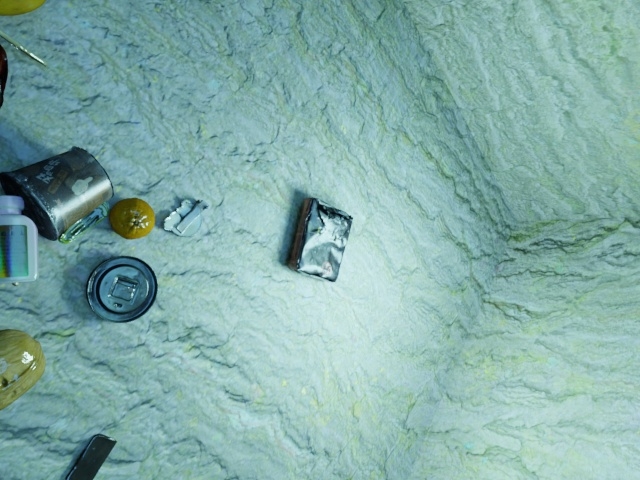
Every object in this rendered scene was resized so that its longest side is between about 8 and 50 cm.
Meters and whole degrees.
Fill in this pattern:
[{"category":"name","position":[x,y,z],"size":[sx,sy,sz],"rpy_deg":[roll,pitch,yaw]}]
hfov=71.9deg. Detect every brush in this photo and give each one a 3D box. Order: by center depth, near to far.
[{"category":"brush","position":[-0.844,-0.550,1.124],"size":[0.020,0.086,0.336],"rpy_deg":[-60,160,-4]}]

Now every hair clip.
[{"category":"hair clip","position":[-0.716,-0.056,1.345],"size":[0.188,0.033,0.060],"rpy_deg":[-52,123,-31]},{"category":"hair clip","position":[-0.466,-0.076,1.551],"size":[0.116,0.049,0.172],"rpy_deg":[48,64,-25]}]

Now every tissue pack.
[{"category":"tissue pack","position":[0.000,0.000,1.899],"size":[0.245,0.123,0.332],"rpy_deg":[24,75,-41]}]

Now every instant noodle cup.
[{"category":"instant noodle cup","position":[-0.723,-0.141,1.234],"size":[0.207,0.218,0.217],"rpy_deg":[-45,118,-39]}]

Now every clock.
[{"category":"clock","position":[-0.633,0.155,1.411],"size":[0.215,0.042,0.214],"rpy_deg":[0,90,-41]}]

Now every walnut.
[{"category":"walnut","position":[-0.841,0.340,1.146],"size":[0.226,0.193,0.193],"rpy_deg":[-31,110,-39]}]

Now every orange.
[{"category":"orange","position":[-0.592,-0.069,1.397],"size":[0.136,0.118,0.135],"rpy_deg":[-4,95,-47]}]

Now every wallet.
[{"category":"wallet","position":[-0.708,0.681,1.364],"size":[0.082,0.018,0.156],"rpy_deg":[42,64,-33]}]

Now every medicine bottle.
[{"category":"medicine bottle","position":[-0.778,-0.001,1.107],"size":[0.115,0.078,0.219],"rpy_deg":[-3,86,-24]}]

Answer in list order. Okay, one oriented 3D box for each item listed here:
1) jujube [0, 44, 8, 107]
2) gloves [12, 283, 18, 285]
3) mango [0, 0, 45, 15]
[{"category":"jujube","position":[-0.931,-0.447,1.029],"size":[0.377,0.258,0.258],"rpy_deg":[40,65,-35]},{"category":"gloves","position":[-0.842,0.033,1.187],"size":[0.106,0.129,0.180],"rpy_deg":[1,84,-32]},{"category":"mango","position":[-0.880,-0.710,1.086],"size":[0.378,0.221,0.263],"rpy_deg":[-3,98,-32]}]
